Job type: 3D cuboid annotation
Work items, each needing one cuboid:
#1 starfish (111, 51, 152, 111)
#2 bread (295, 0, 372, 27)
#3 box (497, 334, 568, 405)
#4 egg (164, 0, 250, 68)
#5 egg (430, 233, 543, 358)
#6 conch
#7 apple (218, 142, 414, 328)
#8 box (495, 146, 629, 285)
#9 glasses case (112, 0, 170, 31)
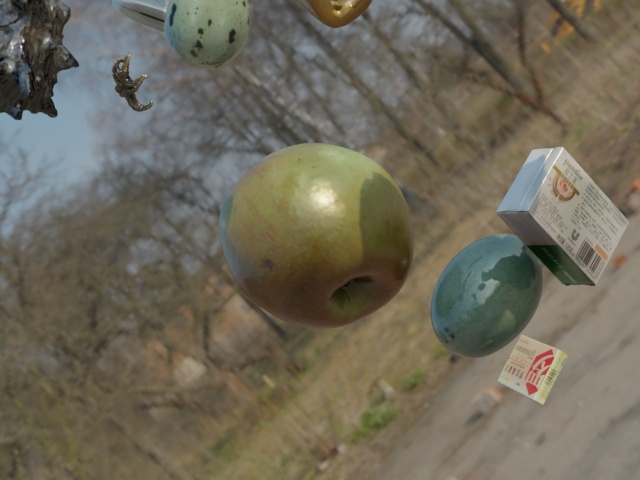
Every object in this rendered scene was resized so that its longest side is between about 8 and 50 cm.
[{"bbox_3d":[-0.246,-0.205,1.552,0.028,0.078,0.091,-22,12,-28],"label":"starfish"},{"bbox_3d":[-0.029,-0.300,1.200,0.074,0.239,0.092,16,-67,-42],"label":"bread"},{"bbox_3d":[0.219,0.133,1.239,0.058,0.015,0.093,-64,15,-2],"label":"box"},{"bbox_3d":[-0.169,-0.336,1.763,0.131,0.131,0.164,-43,-44,-65],"label":"egg"},{"bbox_3d":[0.284,0.092,2.026,0.236,0.169,0.169,-51,1,-17],"label":"egg"},{"bbox_3d":[-0.443,-0.279,1.513,0.240,0.313,0.186,-37,-7,-23],"label":"conch"},{"bbox_3d":[0.000,0.000,2.012,0.319,0.319,0.277,-45,43,12],"label":"apple"},{"bbox_3d":[0.391,-0.037,1.919,0.081,0.199,0.135,0,51,54],"label":"box"},{"bbox_3d":[-0.269,-0.393,2.089,0.074,0.193,0.049,-95,25,-62],"label":"glasses case"}]
